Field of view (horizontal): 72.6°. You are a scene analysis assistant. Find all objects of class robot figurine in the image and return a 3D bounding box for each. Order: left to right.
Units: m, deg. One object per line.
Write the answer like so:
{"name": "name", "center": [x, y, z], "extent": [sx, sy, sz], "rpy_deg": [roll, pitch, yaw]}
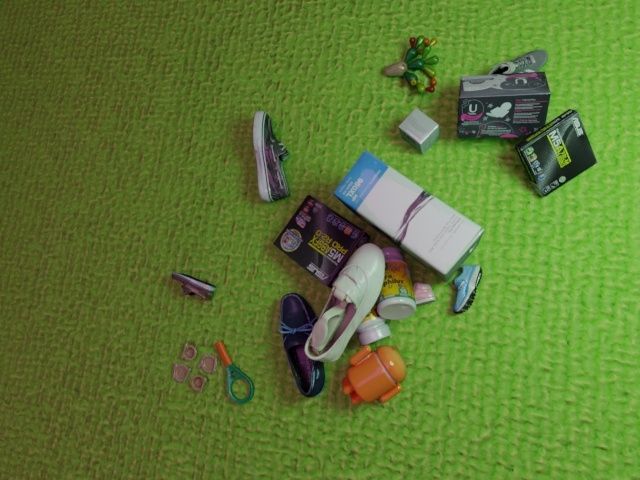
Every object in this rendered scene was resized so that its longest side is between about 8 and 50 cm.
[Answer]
{"name": "robot figurine", "center": [0.171, 0.409, 1.334], "extent": [0.220, 0.128, 0.158], "rpy_deg": [-37, 62, 8]}

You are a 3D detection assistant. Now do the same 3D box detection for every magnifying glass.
{"name": "magnifying glass", "center": [-0.306, 0.457, 1.518], "extent": [0.092, 0.026, 0.230], "rpy_deg": [-34, 75, 8]}

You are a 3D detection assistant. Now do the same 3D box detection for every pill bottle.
{"name": "pill bottle", "center": [0.139, 0.218, 1.380], "extent": [0.119, 0.119, 0.208], "rpy_deg": [-25, 75, 11]}
{"name": "pill bottle", "center": [0.223, 0.128, 1.345], "extent": [0.118, 0.117, 0.208], "rpy_deg": [-12, 51, 14]}

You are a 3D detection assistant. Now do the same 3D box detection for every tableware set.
{"name": "tableware set", "center": [-0.453, 0.457, 1.561], "extent": [0.169, 0.020, 0.140], "rpy_deg": [20, 86, 19]}

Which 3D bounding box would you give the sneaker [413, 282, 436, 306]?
{"name": "sneaker", "center": [0.292, 0.174, 1.382], "extent": [0.135, 0.051, 0.070], "rpy_deg": [-17, 69, 14]}

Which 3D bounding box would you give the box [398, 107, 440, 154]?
{"name": "box", "center": [0.327, -0.360, 1.439], "extent": [0.087, 0.102, 0.101], "rpy_deg": [-47, 71, 6]}

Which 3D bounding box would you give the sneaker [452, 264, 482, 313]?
{"name": "sneaker", "center": [0.441, 0.148, 1.346], "extent": [0.073, 0.063, 0.162], "rpy_deg": [18, 81, 36]}

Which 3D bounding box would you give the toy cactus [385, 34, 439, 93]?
{"name": "toy cactus", "center": [0.313, -0.599, 1.496], "extent": [0.181, 0.112, 0.218], "rpy_deg": [-5, 87, 25]}

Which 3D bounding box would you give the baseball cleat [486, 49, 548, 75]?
{"name": "baseball cleat", "center": [0.625, -0.547, 1.382], "extent": [0.206, 0.109, 0.072], "rpy_deg": [-26, 88, 15]}

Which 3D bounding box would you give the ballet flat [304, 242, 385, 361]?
{"name": "ballet flat", "center": [0.067, 0.194, 1.279], "extent": [0.139, 0.139, 0.399], "rpy_deg": [30, 104, 19]}

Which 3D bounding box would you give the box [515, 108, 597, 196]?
{"name": "box", "center": [0.696, -0.254, 1.286], "extent": [0.184, 0.045, 0.190], "rpy_deg": [-33, 115, 10]}

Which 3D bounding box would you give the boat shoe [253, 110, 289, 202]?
{"name": "boat shoe", "center": [-0.168, -0.306, 1.579], "extent": [0.119, 0.121, 0.334], "rpy_deg": [-7, 89, 7]}

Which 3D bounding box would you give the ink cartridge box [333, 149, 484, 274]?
{"name": "ink cartridge box", "center": [0.265, -0.062, 1.306], "extent": [0.395, 0.285, 0.166], "rpy_deg": [38, 94, 19]}

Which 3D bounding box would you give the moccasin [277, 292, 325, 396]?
{"name": "moccasin", "center": [-0.054, 0.331, 1.416], "extent": [0.138, 0.117, 0.341], "rpy_deg": [-23, 75, 11]}

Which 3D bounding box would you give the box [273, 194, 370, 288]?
{"name": "box", "center": [0.000, 0.000, 1.462], "extent": [0.270, 0.060, 0.216], "rpy_deg": [37, 91, 32]}

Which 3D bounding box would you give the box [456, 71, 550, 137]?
{"name": "box", "center": [0.551, -0.417, 1.332], "extent": [0.248, 0.142, 0.163], "rpy_deg": [4, 44, 16]}

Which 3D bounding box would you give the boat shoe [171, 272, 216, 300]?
{"name": "boat shoe", "center": [-0.474, 0.169, 1.595], "extent": [0.183, 0.066, 0.066], "rpy_deg": [18, 87, 18]}
